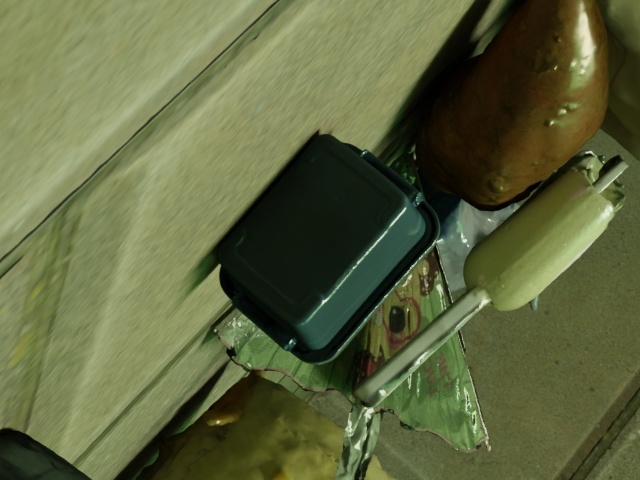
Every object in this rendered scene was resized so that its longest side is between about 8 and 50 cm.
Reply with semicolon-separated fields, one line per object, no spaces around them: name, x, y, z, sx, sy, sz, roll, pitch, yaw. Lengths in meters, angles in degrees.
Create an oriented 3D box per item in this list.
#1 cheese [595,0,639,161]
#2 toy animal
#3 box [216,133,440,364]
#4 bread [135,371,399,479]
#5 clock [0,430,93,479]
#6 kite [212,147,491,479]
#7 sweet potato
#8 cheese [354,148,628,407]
cheese;0.220;-0.165;1.067;0.174;0.251;0.248;-36;136;-10
toy animal;0.089;0.005;1.297;0.255;0.176;0.239;89;10;-49
box;0.000;0.000;0.784;0.099;0.074;0.054;-49;161;-4
bread;-0.090;0.282;1.142;0.375;0.236;0.165;-44;164;-22
clock;-0.196;0.209;0.644;0.319;0.066;0.319;-49;176;-5
kite;0.033;0.065;1.101;0.323;0.013;0.267;25;70;-50
sweet potato;0.109;-0.068;1.038;0.354;0.095;0.106;116;-23;-75
cheese;0.112;0.024;1.072;0.235;0.050;0.127;-41;179;-3
